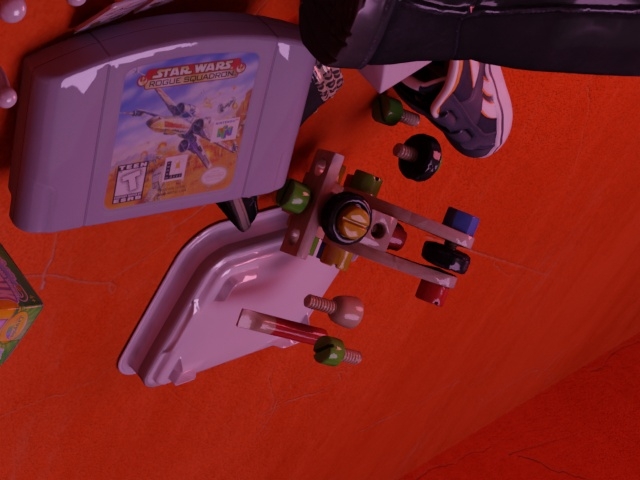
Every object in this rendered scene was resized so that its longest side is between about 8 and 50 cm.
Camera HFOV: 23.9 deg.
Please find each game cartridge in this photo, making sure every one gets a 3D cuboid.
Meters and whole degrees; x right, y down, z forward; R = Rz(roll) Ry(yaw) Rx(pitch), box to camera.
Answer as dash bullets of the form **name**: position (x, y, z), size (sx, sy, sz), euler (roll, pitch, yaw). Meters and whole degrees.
- **game cartridge**: position (-0.141, -0.116, 1.410), size (0.297, 0.062, 0.198), euler (-12, 137, -33)

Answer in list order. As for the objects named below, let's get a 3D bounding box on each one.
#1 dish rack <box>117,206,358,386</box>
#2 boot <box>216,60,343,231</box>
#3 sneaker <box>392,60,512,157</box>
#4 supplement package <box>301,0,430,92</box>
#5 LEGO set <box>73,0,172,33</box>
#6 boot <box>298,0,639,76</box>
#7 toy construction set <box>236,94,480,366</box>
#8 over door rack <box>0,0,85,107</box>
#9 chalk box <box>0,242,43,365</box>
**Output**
- **dish rack**: position (-0.085, 0.073, 1.956), size (0.332, 0.072, 0.285), euler (-16, 148, -46)
- **boot**: position (-0.052, -0.115, 1.624), size (0.178, 0.085, 0.236), euler (-39, 157, -11)
- **sneaker**: position (0.142, -0.190, 1.763), size (0.127, 0.126, 0.321), euler (-39, 148, -18)
- **supplement package**: position (0.118, -0.286, 1.515), size (0.244, 0.134, 0.139), euler (-34, 158, -20)
- **LEGO set**: position (-0.091, -0.250, 1.265), size (0.182, 0.060, 0.244), euler (-26, -175, -35)
- **boot**: position (0.238, -0.299, 1.322), size (0.445, 0.146, 0.367), euler (0, 139, -26)
- **toy construction set**: position (0.000, 0.000, 1.761), size (0.237, 0.257, 0.309), euler (16, 119, -39)
- **over door rack**: position (-0.272, -0.197, 1.062), size (0.239, 0.108, 0.324), euler (-51, 157, 20)
- **chalk box**: position (-0.355, 0.060, 1.384), size (0.132, 0.132, 0.213), euler (-51, 158, 24)
